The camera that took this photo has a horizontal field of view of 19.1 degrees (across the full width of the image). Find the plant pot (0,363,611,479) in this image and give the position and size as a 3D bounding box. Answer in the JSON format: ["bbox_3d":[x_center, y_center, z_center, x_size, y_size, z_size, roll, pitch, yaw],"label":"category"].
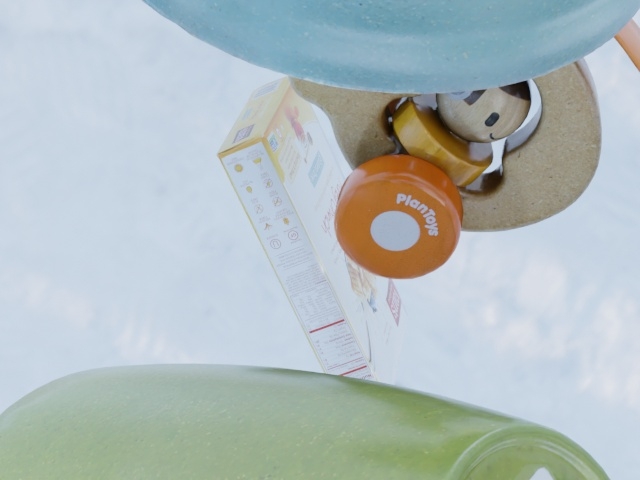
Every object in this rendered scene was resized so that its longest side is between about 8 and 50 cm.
[{"bbox_3d":[-0.001,0.171,0.903,0.293,0.275,0.275,-19,106,47],"label":"plant pot"}]

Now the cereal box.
[{"bbox_3d":[0.000,0.000,1.535,0.047,0.173,0.240,-22,108,15],"label":"cereal box"}]

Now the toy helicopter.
[{"bbox_3d":[0.078,-0.158,1.188,0.235,0.140,0.355,-16,120,21],"label":"toy helicopter"}]

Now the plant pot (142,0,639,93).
[{"bbox_3d":[0.038,-0.237,0.858,0.293,0.293,0.196,29,139,15],"label":"plant pot"}]
